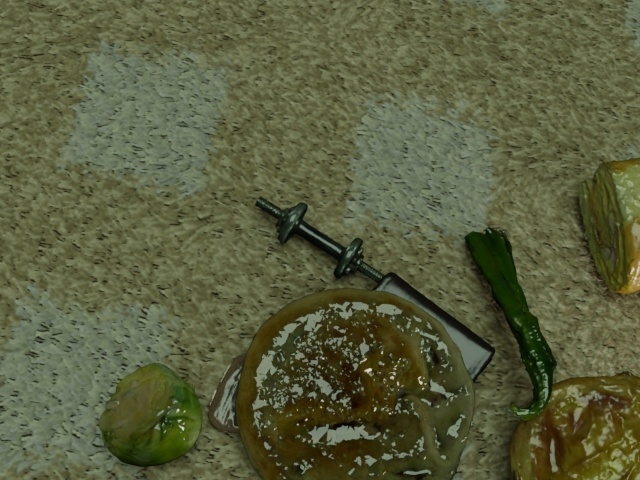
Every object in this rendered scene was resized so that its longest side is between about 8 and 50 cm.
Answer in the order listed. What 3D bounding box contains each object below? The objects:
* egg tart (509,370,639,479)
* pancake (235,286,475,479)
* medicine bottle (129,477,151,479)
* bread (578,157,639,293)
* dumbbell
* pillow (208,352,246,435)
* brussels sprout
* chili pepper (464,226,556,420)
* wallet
[{"bbox_3d":[0.453,0.374,1.523,0.341,0.129,0.341,-1,60,1],"label":"egg tart"},{"bbox_3d":[0.056,0.253,1.516,0.386,0.082,0.387,1,79,-6],"label":"pancake"},{"bbox_3d":[-0.261,0.483,1.415,0.095,0.095,0.260,-12,71,-12],"label":"medicine bottle"},{"bbox_3d":[0.663,-0.035,1.708,0.375,0.165,0.237,-8,72,-12],"label":"bread"},{"bbox_3d":[0.000,0.000,1.650,0.254,0.081,0.082,33,68,4],"label":"dumbbell"},{"bbox_3d":[-0.069,0.274,1.558,0.211,0.034,0.135,26,72,5],"label":"pillow"},{"bbox_3d":[-0.250,0.276,1.489,0.151,0.122,0.149,5,54,32],"label":"brussels sprout"},{"bbox_3d":[0.313,0.122,1.599,0.084,0.076,0.359,5,48,-16],"label":"chili pepper"},{"bbox_3d":[0.146,0.182,1.598,0.229,0.049,0.182,39,84,5],"label":"wallet"}]
